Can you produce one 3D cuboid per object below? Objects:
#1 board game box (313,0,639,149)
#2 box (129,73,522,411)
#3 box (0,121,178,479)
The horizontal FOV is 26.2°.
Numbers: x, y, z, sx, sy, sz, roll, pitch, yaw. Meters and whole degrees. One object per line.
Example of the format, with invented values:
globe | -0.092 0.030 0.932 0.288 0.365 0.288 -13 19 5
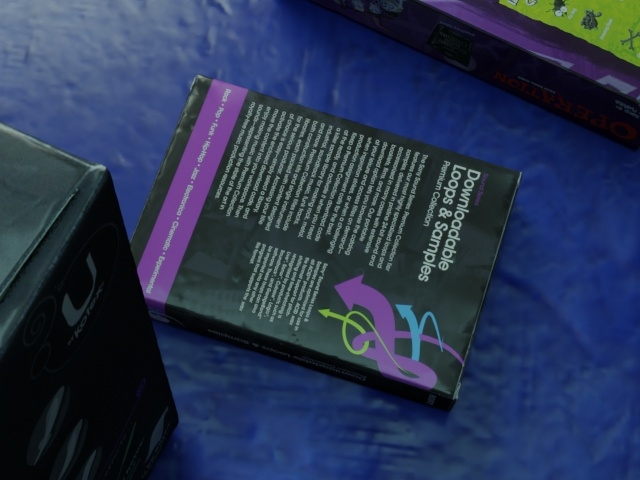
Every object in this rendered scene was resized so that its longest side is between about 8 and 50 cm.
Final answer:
board game box | 0.144 -0.234 0.724 0.208 0.056 0.347 28 69 5
box | 0.000 0.000 0.631 0.162 0.029 0.116 17 69 7
box | -0.159 0.054 0.473 0.165 0.270 0.143 24 69 8
